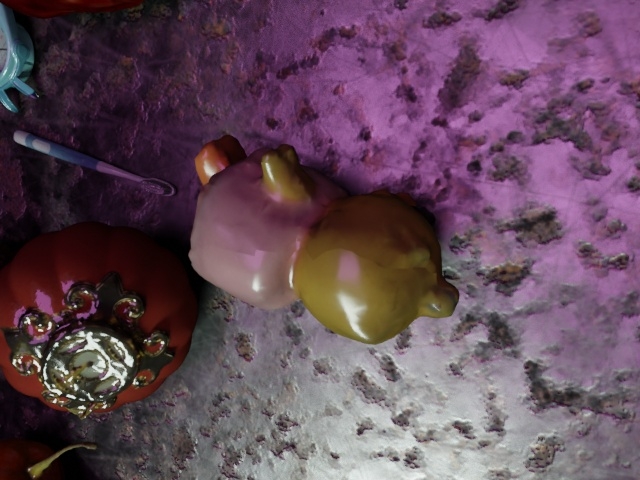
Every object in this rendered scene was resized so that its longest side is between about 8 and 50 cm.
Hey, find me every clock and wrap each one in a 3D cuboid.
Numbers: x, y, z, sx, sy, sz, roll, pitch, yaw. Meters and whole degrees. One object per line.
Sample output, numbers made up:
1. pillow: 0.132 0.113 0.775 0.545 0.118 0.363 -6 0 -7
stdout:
1. clock: -0.438 -0.251 0.736 0.108 0.045 0.147 -22 89 23

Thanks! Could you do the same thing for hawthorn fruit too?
1. hawthorn fruit: -0.402 0.324 0.735 0.165 0.165 0.285 46 109 11

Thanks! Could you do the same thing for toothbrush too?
1. toothbrush: -0.309 -0.104 0.713 0.276 0.025 0.019 20 104 18

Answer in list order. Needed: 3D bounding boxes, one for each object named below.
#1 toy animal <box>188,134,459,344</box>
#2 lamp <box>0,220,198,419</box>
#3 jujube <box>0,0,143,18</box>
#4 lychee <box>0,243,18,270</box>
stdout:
1. toy animal: 0.000 0.004 0.531 0.282 0.169 0.195 16 145 14
2. lamp: -0.258 0.086 0.626 0.227 0.227 0.226 3 97 21
3. jujube: -0.282 -0.333 0.614 0.230 0.155 0.155 9 100 11
4. lychee: -0.466 0.081 0.717 0.188 0.188 0.187 3 97 21
